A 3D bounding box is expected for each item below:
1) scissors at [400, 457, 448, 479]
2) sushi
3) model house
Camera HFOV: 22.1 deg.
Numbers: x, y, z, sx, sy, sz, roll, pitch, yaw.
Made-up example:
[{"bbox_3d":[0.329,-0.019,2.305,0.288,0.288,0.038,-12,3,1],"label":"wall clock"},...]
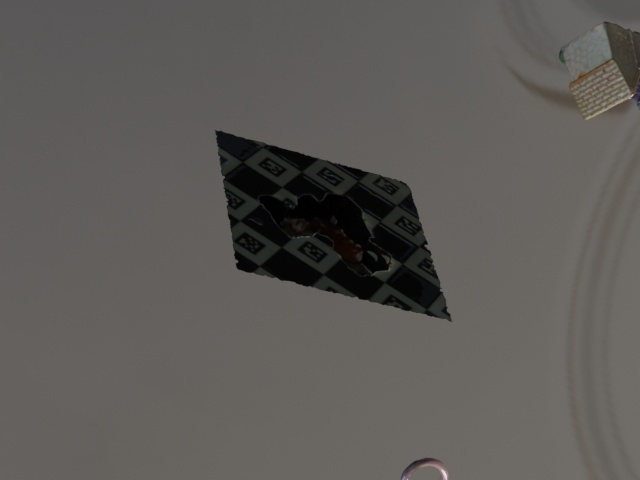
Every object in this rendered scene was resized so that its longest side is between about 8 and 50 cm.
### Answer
[{"bbox_3d":[0.108,0.240,1.419,0.176,0.085,0.022,34,-174,-46],"label":"scissors"},{"bbox_3d":[0.000,0.000,1.604,0.219,0.047,0.231,14,-147,-20],"label":"sushi"},{"bbox_3d":[0.364,-0.201,2.036,0.100,0.087,0.100,9,-118,-39],"label":"model house"}]
